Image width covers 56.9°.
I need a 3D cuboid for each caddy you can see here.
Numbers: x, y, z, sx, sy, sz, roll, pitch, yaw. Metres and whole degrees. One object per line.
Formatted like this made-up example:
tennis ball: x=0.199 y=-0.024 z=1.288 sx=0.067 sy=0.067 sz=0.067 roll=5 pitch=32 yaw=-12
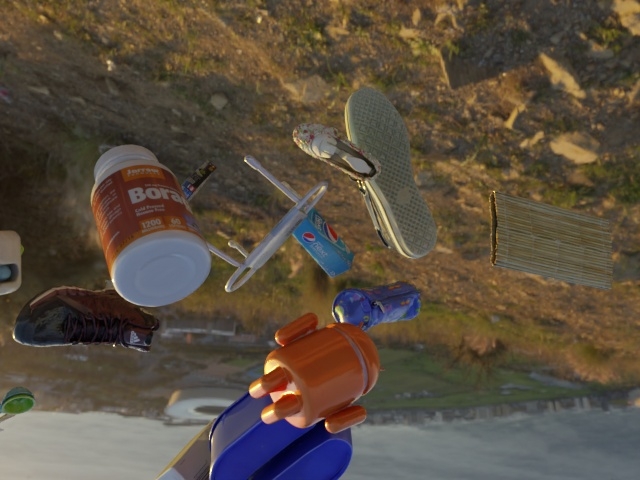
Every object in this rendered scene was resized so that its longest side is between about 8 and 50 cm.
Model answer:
caddy: x=-0.087 y=0.428 z=1.276 sx=0.341 sy=0.179 sz=0.241 roll=-40 pitch=107 yaw=9

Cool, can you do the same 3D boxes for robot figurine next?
robot figurine: x=0.002 y=0.207 z=0.915 sx=0.219 sy=0.158 sz=0.128 roll=-21 pitch=127 yaw=-32

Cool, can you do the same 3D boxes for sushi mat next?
sushi mat: x=0.469 y=0.003 z=1.187 sx=0.317 sy=0.151 sz=0.019 roll=11 pitch=163 yaw=-23

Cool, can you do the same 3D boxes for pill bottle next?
pill bottle: x=-0.230 y=-0.029 z=0.773 sx=0.121 sy=0.216 sz=0.121 roll=-19 pitch=140 yaw=-17

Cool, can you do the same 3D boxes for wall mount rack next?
wall mount rack: x=-0.149 y=-0.046 z=1.344 sx=0.350 sy=0.130 sz=0.304 roll=-48 pitch=169 yaw=4

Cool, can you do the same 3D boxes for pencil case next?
pencil case: x=0.164 y=0.175 z=1.609 sx=0.133 sy=0.119 sz=0.306 roll=-21 pitch=169 yaw=36

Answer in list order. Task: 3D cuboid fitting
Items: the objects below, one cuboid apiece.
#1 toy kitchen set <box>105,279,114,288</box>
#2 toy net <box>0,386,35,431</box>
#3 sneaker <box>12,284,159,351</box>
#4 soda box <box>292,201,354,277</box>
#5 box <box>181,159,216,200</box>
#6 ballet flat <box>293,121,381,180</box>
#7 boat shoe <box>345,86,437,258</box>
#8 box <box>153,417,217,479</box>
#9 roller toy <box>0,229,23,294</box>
toy kitchen set: x=-0.443 y=0.100 z=1.371 sx=0.083 sy=0.068 sz=0.075 roll=13 pitch=176 yaw=14
toy net: x=-0.751 y=0.406 z=1.341 sx=0.122 sy=0.045 sz=0.232 roll=17 pitch=122 yaw=-46
sneaker: x=-0.392 y=0.151 z=1.067 sx=0.163 sy=0.106 sz=0.281 roll=22 pitch=-169 yaw=18
soda box: x=0.000 y=0.000 z=1.612 sx=0.071 sy=0.067 sz=0.210 roll=-27 pitch=116 yaw=32
box: x=-0.250 y=-0.094 z=1.118 sx=0.027 sy=0.137 sz=0.094 roll=41 pitch=112 yaw=-11
ballet flat: x=0.048 y=-0.216 z=1.438 sx=0.241 sy=0.077 sz=0.091 roll=23 pitch=104 yaw=-14
boat shoe: x=0.179 y=-0.183 z=1.682 sx=0.187 sy=0.500 sz=0.156 roll=-25 pitch=-171 yaw=-23
box: x=-0.261 y=0.556 z=1.386 sx=0.181 sy=0.182 sz=0.119 roll=46 pitch=123 yaw=0
roller toy: x=-0.733 y=0.052 z=1.228 sx=0.209 sy=0.146 sz=0.191 roll=-1 pitch=-178 yaw=-28
